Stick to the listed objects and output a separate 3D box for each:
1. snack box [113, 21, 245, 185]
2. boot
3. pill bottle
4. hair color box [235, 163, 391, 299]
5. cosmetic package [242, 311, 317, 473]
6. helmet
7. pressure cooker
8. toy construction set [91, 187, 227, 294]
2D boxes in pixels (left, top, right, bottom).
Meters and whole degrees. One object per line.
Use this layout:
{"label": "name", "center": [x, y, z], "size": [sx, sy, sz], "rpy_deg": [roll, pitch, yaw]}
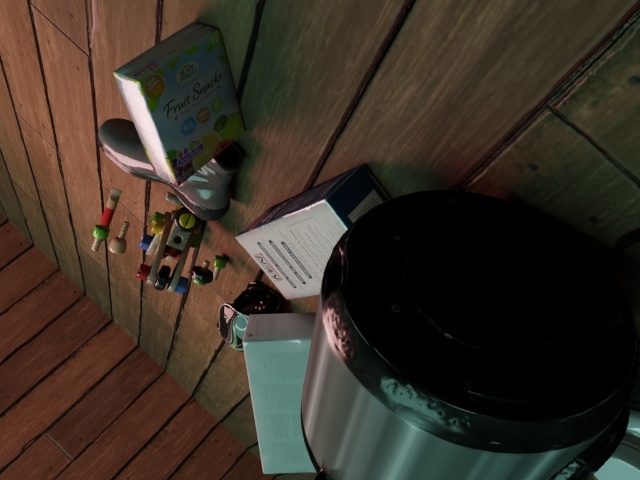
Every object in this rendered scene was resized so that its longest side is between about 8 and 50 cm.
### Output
{"label": "snack box", "center": [-0.224, -0.224, 0.983], "size": [0.070, 0.174, 0.207], "rpy_deg": [25, 146, 30]}
{"label": "boot", "center": [-0.305, -0.202, 1.203], "size": [0.338, 0.118, 0.222], "rpy_deg": [30, 147, 3]}
{"label": "pill bottle", "center": [0.415, 0.229, 0.750], "size": [0.108, 0.180, 0.108], "rpy_deg": [31, 148, 23]}
{"label": "hair color box", "center": [0.000, 0.000, 1.058], "size": [0.173, 0.105, 0.347], "rpy_deg": [52, 150, -13]}
{"label": "cosmetic package", "center": [0.007, 0.323, 1.230], "size": [0.285, 0.097, 0.377], "rpy_deg": [-1, 120, 4]}
{"label": "helmet", "center": [-0.174, 0.203, 1.483], "size": [0.169, 0.169, 0.161], "rpy_deg": [31, 131, 23]}
{"label": "pressure cooker", "center": [0.162, 0.188, 0.794], "size": [0.370, 0.375, 0.420], "rpy_deg": [2, 134, -9]}
{"label": "toy construction set", "center": [-0.374, -0.043, 1.407], "size": [0.309, 0.257, 0.237], "rpy_deg": [24, 104, 4]}
